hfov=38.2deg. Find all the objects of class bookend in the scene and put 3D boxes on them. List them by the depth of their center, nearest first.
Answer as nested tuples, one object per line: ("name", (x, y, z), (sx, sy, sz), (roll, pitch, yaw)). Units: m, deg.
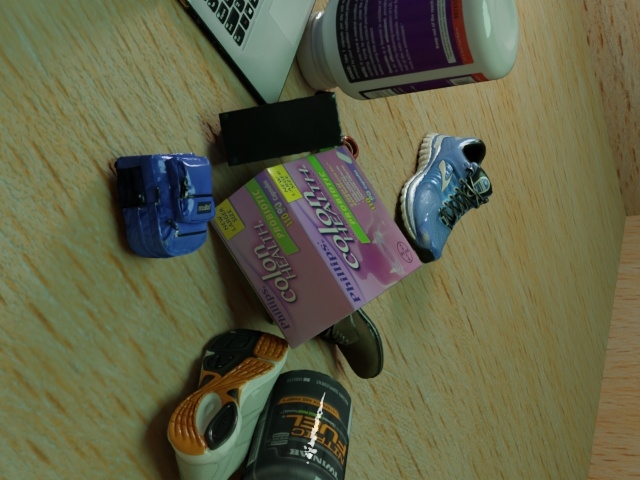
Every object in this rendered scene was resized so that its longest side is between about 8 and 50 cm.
("bookend", (-0.058, -0.158, 1.281), (0.157, 0.156, 0.072), (-122, -159, -78))

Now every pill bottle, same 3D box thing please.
("pill bottle", (-0.032, 0.288, 1.171), (0.246, 0.130, 0.130), (-78, 152, -57))
("pill bottle", (0.130, -0.318, 1.426), (0.181, 0.322, 0.182), (14, 74, -61))

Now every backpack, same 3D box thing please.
("backpack", (-0.175, -0.039, 1.058), (0.098, 0.101, 0.120), (-9, 98, -55))

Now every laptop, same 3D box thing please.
("laptop", (-0.017, -0.448, 1.230), (0.408, 0.236, 0.382), (49, 51, -48))

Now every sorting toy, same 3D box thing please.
("sorting toy", (0.022, -0.136, 1.509), (0.102, 0.042, 0.061), (-18, 87, -49))

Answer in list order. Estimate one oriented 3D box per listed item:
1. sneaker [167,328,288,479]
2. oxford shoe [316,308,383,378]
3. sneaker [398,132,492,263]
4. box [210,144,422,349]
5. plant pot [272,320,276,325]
("sneaker", (-0.116, 0.214, 1.162), (0.262, 0.099, 0.121), (-53, 153, -54))
("oxford shoe", (0.027, 0.137, 1.442), (0.096, 0.082, 0.227), (-49, 121, -42))
("sneaker", (0.252, -0.096, 1.811), (0.130, 0.147, 0.330), (59, 39, -40))
("box", (0.000, 0.000, 1.273), (0.214, 0.117, 0.243), (58, 30, 4))
("plant pot", (-0.036, 0.075, 1.334), (0.083, 0.083, 0.079), (14, 61, -61))
